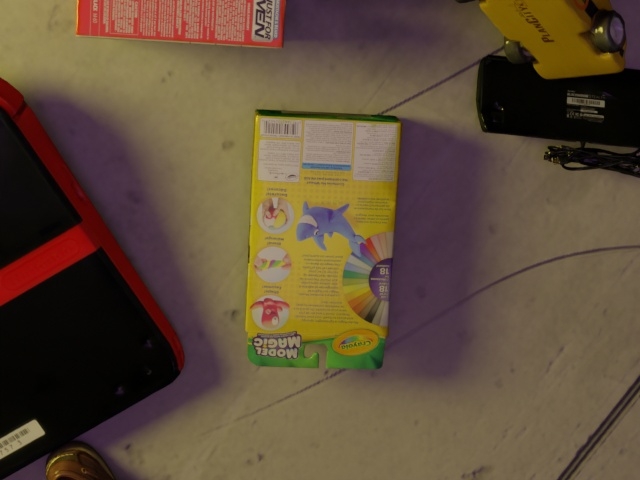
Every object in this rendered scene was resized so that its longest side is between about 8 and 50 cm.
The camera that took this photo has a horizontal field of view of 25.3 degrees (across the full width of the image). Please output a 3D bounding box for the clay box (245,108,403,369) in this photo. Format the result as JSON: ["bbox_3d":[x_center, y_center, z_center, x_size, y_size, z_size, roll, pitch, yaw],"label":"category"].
[{"bbox_3d":[0.000,0.000,1.249,0.127,0.053,0.222,3,103,-5],"label":"clay box"}]

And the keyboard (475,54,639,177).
[{"bbox_3d":[0.229,-0.105,1.261,0.192,0.038,0.100,6,78,-4],"label":"keyboard"}]

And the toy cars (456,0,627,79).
[{"bbox_3d":[0.085,-0.246,1.160,0.394,0.176,0.087,19,68,-6],"label":"toy cars"}]

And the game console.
[{"bbox_3d":[-0.361,0.070,1.231,0.386,0.060,0.342,-30,113,3],"label":"game console"}]

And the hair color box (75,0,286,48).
[{"bbox_3d":[-0.114,-0.192,1.181,0.167,0.093,0.053,4,102,-5],"label":"hair color box"}]

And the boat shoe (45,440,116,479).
[{"bbox_3d":[-0.183,0.260,1.285,0.064,0.060,0.178,-41,101,5],"label":"boat shoe"}]
